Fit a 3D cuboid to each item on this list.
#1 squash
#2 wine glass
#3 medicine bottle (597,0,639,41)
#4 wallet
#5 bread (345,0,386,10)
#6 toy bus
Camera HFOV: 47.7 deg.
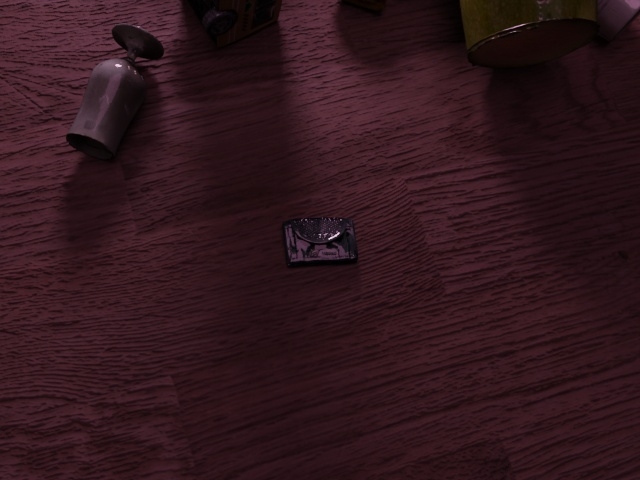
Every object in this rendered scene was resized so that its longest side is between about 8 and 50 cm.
[{"bbox_3d":[0.380,-0.546,1.368,0.263,0.263,0.384,-7,90,-11],"label":"squash"},{"bbox_3d":[-0.368,-0.263,1.290,0.103,0.103,0.231,19,71,-1],"label":"wine glass"},{"bbox_3d":[0.563,-0.546,1.513,0.144,0.144,0.252,-40,77,-20],"label":"medicine bottle"},{"bbox_3d":[0.000,0.000,1.286,0.129,0.026,0.088,-3,71,-10],"label":"wallet"},{"bbox_3d":[0.095,-0.570,1.472,0.132,0.103,0.172,19,70,0],"label":"bread"},{"bbox_3d":[-0.152,-0.529,1.282,0.202,0.365,0.177,-27,77,-20],"label":"toy bus"}]
